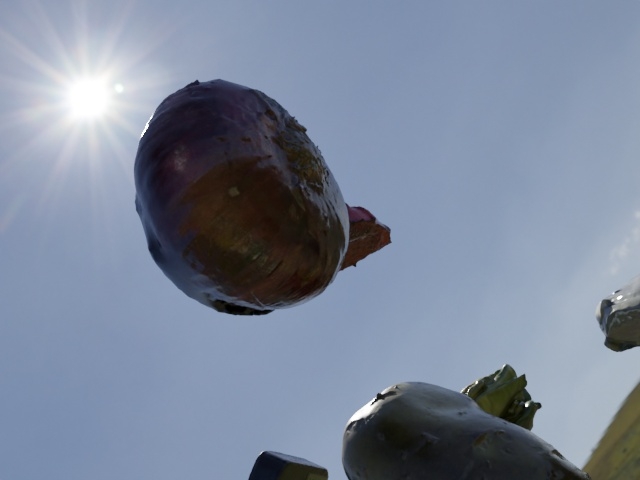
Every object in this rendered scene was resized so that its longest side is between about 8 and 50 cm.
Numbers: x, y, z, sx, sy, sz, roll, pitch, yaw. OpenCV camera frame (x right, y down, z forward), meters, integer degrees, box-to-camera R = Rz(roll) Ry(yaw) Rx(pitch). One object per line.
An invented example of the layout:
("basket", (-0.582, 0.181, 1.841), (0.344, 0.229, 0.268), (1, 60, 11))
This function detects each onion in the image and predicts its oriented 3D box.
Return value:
("onion", (-0.079, -0.038, 0.729), (0.190, 0.246, 0.246), (-28, -21, 29))

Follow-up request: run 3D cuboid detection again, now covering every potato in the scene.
("potato", (0.151, 0.246, 0.761), (0.191, 0.296, 0.141), (-1, -81, -48))

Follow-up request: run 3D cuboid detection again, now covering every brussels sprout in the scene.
("brussels sprout", (0.219, 0.245, 0.993), (0.181, 0.100, 0.139), (-36, -6, -27))

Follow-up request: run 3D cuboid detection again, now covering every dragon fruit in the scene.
("dragon fruit", (0.000, 0.000, 1.421), (0.261, 0.189, 0.163), (-32, -58, -15))

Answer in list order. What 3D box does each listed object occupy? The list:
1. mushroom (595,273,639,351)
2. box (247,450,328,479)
("mushroom", (0.427, 0.062, 0.711), (0.109, 0.097, 0.351), (-16, 0, -30))
("box", (-0.097, 0.525, 1.173), (0.211, 0.058, 0.350), (45, -117, -60))
